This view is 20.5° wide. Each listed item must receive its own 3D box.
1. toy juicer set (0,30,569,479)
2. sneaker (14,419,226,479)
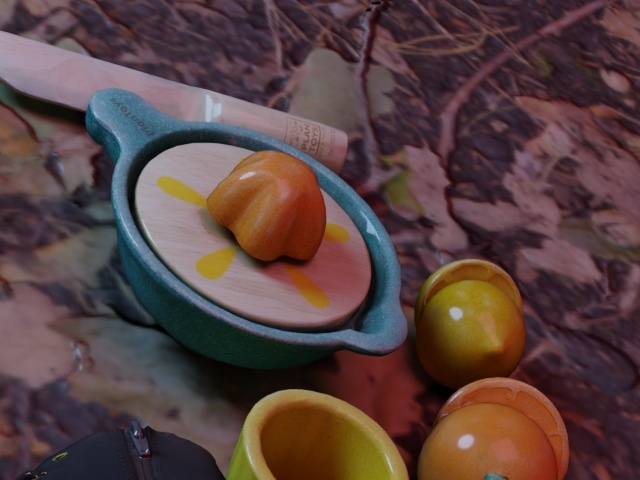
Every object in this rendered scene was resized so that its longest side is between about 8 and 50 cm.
[{"bbox_3d":[0.000,0.000,0.786,0.209,0.089,0.329,0,45,-36],"label":"toy juicer set"},{"bbox_3d":[-0.116,0.124,0.582,0.222,0.083,0.118,0,26,-26],"label":"sneaker"}]
